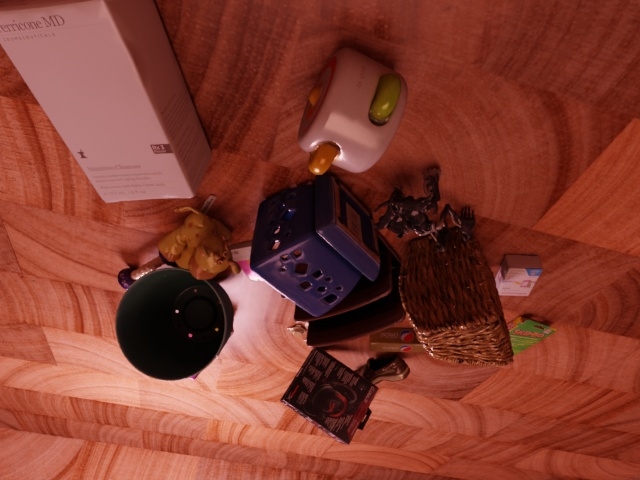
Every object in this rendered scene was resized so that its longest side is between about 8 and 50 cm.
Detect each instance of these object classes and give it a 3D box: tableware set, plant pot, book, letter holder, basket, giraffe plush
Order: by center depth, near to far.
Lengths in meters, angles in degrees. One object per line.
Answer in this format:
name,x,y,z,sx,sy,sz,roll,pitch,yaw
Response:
plant pot,0.000,0.000,1.023,0.212,0.235,0.236,-30,127,25
giraffe plush,-0.274,0.023,1.076,0.182,0.170,0.210,0,130,-38
basket,0.328,0.153,1.102,0.214,0.299,0.223,-18,133,22
letter holder,0.055,0.141,1.176,0.302,0.214,0.152,-22,131,26
book,-0.189,0.062,1.250,0.097,0.035,0.144,-10,135,20
plant pot,-0.378,0.222,1.253,0.294,0.292,0.235,1,177,4
tableware set,-0.022,0.320,1.524,0.141,0.020,0.169,-25,131,29

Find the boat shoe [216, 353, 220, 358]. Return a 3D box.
boat shoe,-0.449,0.354,1.554,0.228,0.081,0.079,27,133,-23

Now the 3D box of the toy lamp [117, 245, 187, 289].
toy lamp,-0.465,0.064,1.243,0.275,0.080,0.080,-26,129,29

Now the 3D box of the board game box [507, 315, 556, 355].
board game box,0.634,0.328,1.461,0.124,0.039,0.259,19,138,-16

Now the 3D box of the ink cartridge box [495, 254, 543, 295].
ink cartridge box,0.535,0.097,1.205,0.089,0.052,0.122,1,139,3

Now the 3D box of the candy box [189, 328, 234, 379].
candy box,-0.420,0.337,1.471,0.159,0.071,0.233,33,102,-28

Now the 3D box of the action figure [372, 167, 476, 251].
action figure,0.222,-0.069,0.994,0.276,0.140,0.164,20,140,-39

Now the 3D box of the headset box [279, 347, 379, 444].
headset box,0.043,0.543,1.534,0.293,0.218,0.110,33,155,2

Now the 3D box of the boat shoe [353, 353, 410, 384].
boat shoe,0.198,0.470,1.632,0.258,0.095,0.095,-24,107,29

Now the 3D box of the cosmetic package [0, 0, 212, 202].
cosmetic package,-0.372,-0.263,0.819,0.218,0.156,0.384,-3,138,11

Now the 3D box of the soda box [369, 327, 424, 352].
soda box,0.256,0.333,1.481,0.182,0.061,0.058,-1,138,6

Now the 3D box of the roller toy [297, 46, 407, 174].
roller toy,0.046,-0.229,0.790,0.147,0.191,0.209,21,124,-17
